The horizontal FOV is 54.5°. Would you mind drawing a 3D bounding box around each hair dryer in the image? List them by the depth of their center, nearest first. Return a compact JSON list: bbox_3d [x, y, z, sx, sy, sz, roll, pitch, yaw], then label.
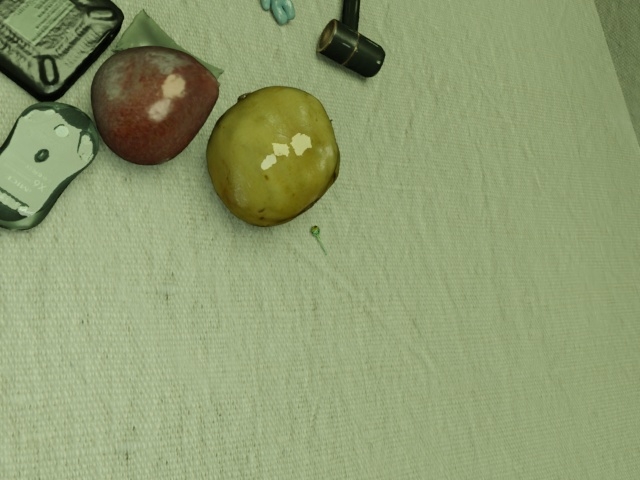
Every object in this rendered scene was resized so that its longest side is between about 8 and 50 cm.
[{"bbox_3d":[0.107,-0.662,1.872,0.189,0.107,0.353,22,57,-25],"label":"hair dryer"}]

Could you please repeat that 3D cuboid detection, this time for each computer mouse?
[{"bbox_3d":[-0.602,-0.126,1.261,0.167,0.090,0.379,39,63,-12],"label":"computer mouse"}]

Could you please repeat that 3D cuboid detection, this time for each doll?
[{"bbox_3d":[-0.131,-0.707,1.762,0.120,0.075,0.180,-29,111,-5],"label":"doll"}]

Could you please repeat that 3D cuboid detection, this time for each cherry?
[{"bbox_3d":[-0.367,-0.302,1.362,0.221,0.307,0.261,32,45,-71],"label":"cherry"}]

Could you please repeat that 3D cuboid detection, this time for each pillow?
[{"bbox_3d":[-0.365,-0.439,1.516,0.254,0.078,0.144,35,59,-15],"label":"pillow"}]

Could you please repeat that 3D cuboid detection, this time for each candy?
[{"bbox_3d":[0.000,0.000,1.611,0.023,0.025,0.083,-27,97,-7],"label":"candy"}]

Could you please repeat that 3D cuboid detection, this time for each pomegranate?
[{"bbox_3d":[-0.112,-0.198,1.438,0.332,0.332,0.333,11,67,-27],"label":"pomegranate"}]

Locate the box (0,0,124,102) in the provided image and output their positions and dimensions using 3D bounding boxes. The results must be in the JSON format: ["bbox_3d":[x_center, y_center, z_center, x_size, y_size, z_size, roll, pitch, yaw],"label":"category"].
[{"bbox_3d":[-0.622,-0.489,1.368,0.289,0.073,0.290,39,68,-15],"label":"box"}]

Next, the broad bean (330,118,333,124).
[{"bbox_3d":[-0.083,-0.346,1.666,0.256,0.053,0.052,13,104,-26],"label":"broad bean"}]
